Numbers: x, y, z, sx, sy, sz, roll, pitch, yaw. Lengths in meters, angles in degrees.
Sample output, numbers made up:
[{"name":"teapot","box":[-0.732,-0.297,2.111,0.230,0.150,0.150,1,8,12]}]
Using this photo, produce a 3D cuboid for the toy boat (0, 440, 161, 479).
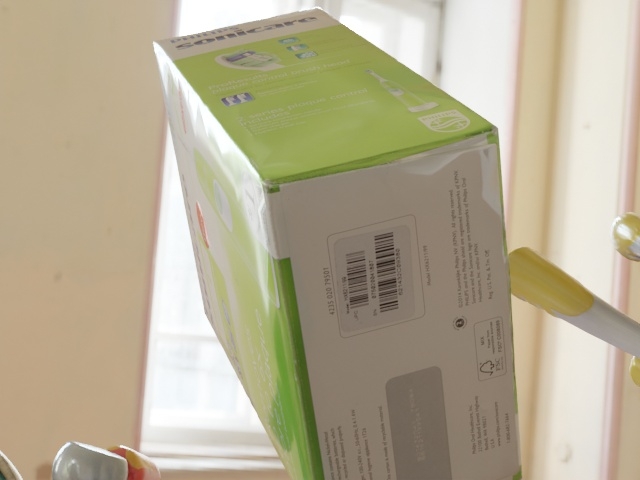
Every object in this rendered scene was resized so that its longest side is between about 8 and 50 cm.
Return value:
[{"name":"toy boat","box":[-0.308,0.270,1.119,0.318,0.268,0.148,-26,-19,8]}]

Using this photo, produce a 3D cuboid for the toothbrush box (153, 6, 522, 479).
[{"name":"toothbrush box","box":[0.000,0.000,0.697,0.122,0.206,0.283,-14,26,-12]}]

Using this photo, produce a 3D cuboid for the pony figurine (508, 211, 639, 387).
[{"name":"pony figurine","box":[0.342,0.128,0.868,0.351,0.303,0.363,35,4,-31]}]
